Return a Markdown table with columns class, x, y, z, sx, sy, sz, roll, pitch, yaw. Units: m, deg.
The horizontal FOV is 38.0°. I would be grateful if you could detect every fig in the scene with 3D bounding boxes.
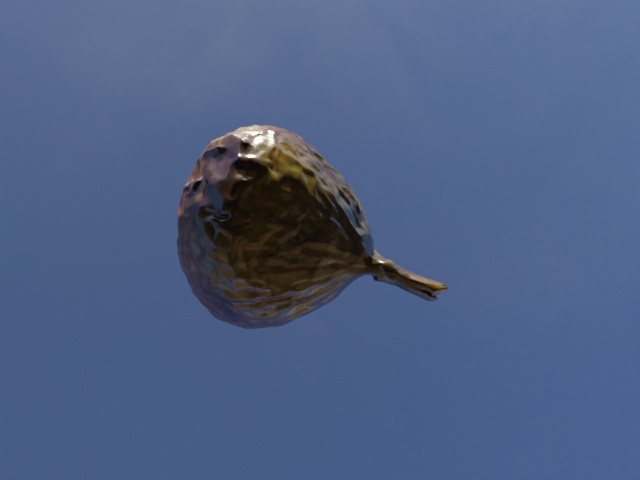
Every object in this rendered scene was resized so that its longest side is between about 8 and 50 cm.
| class | x | y | z | sx | sy | sz | roll | pitch | yaw |
| --- | --- | --- | --- | --- | --- | --- | --- | --- | --- |
| fig | 0.000 | 0.000 | 1.271 | 0.369 | 0.286 | 0.286 | 15 | -95 | 9 |
